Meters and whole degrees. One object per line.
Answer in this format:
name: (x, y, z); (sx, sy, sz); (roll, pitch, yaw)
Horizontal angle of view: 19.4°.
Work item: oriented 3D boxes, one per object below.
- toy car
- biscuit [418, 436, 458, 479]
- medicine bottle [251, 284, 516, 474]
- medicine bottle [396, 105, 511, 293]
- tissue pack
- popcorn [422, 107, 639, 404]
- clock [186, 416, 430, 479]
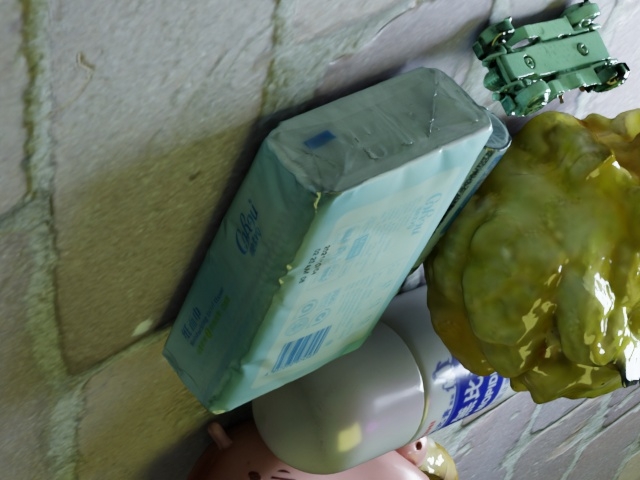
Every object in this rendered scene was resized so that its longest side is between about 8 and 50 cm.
toy car: (0.171, -0.134, 1.410); (0.143, 0.073, 0.054); (-19, 170, -44)
biscuit: (0.099, 0.257, 2.124); (0.118, 0.061, 0.183); (4, 157, 4)
medicine bottle: (0.079, 0.114, 1.693); (0.341, 0.130, 0.130); (-17, 151, -44)
medicine bottle: (0.087, -0.028, 1.518); (0.051, 0.051, 0.191); (-18, 152, -45)
tissue pack: (0.000, 0.000, 1.377); (0.177, 0.089, 0.263); (-25, 153, -38)
popcorn: (0.222, 0.006, 1.605); (0.286, 0.215, 0.252); (-22, 122, -42)
clock: (-0.020, 0.267, 1.703); (0.241, 0.227, 0.142); (6, 174, -35)
